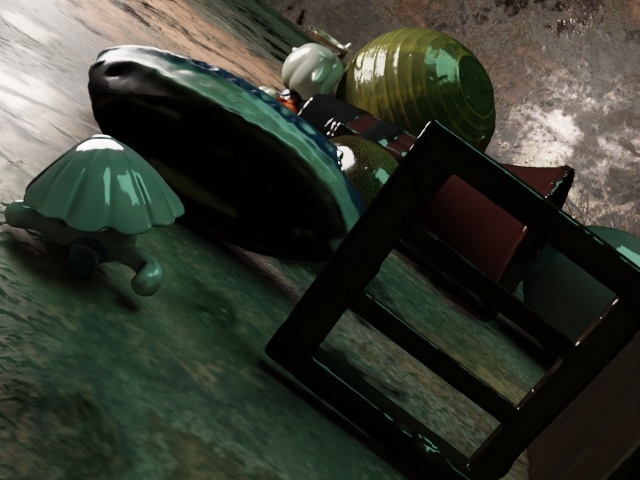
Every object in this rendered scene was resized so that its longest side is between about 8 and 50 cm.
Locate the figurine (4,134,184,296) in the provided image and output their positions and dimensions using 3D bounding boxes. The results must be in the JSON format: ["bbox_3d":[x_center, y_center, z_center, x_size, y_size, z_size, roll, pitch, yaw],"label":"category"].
[{"bbox_3d":[-0.126,-0.014,0.490,0.095,0.082,0.086,3,43,-19],"label":"figurine"}]

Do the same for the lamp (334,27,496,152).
[{"bbox_3d":[0.119,-0.186,1.323,0.250,0.284,0.250,22,60,-46],"label":"lamp"}]

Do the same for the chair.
[{"bbox_3d":[0.202,0.107,0.592,0.416,0.203,0.240,39,18,5],"label":"chair"}]

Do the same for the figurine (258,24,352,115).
[{"bbox_3d":[-0.023,-0.235,1.264,0.132,0.153,0.132,33,14,-9],"label":"figurine"}]

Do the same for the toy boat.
[{"bbox_3d":[-0.067,-0.071,0.685,0.262,0.114,0.115,31,27,-5],"label":"toy boat"}]

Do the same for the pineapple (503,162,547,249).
[{"bbox_3d":[0.394,-0.039,1.679,0.170,0.141,0.310,38,6,30],"label":"pineapple"}]

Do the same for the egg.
[{"bbox_3d":[0.345,0.091,1.018,0.232,0.176,0.176,46,13,-6],"label":"egg"}]

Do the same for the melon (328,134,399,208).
[{"bbox_3d":[0.037,-0.060,0.944,0.099,0.099,0.162,28,14,-30],"label":"melon"}]

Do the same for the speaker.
[{"bbox_3d":[0.145,-0.074,1.102,0.330,0.198,0.259,33,24,24],"label":"speaker"}]
